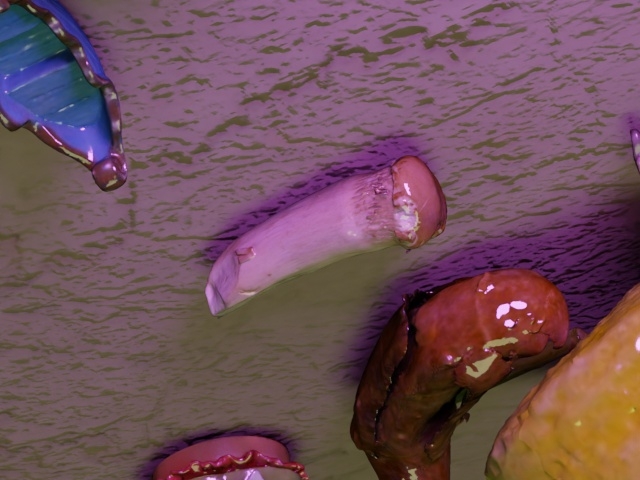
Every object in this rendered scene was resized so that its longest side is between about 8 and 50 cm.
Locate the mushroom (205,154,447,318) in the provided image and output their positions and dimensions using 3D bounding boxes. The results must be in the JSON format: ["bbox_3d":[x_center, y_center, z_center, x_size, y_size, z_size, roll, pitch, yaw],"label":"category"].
[{"bbox_3d":[0.000,0.000,1.323,0.209,0.071,0.084,-24,177,23],"label":"mushroom"}]

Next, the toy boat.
[{"bbox_3d":[-0.175,-0.097,1.082,0.075,0.077,0.185,-21,148,13],"label":"toy boat"}]

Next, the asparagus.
[{"bbox_3d":[0.140,0.138,1.643,0.248,0.024,0.025,-27,104,23],"label":"asparagus"}]

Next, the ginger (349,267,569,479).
[{"bbox_3d":[0.099,0.124,1.514,0.133,0.107,0.309,26,138,-4],"label":"ginger"}]

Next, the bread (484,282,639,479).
[{"bbox_3d":[0.347,0.187,1.472,0.348,0.308,0.348,-37,162,-14],"label":"bread"}]

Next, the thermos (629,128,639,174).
[{"bbox_3d":[0.330,-0.077,1.301,0.193,0.105,0.137,-13,124,14],"label":"thermos"}]

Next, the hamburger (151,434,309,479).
[{"bbox_3d":[-0.085,0.277,1.679,0.175,0.137,0.175,-9,153,-5],"label":"hamburger"}]
